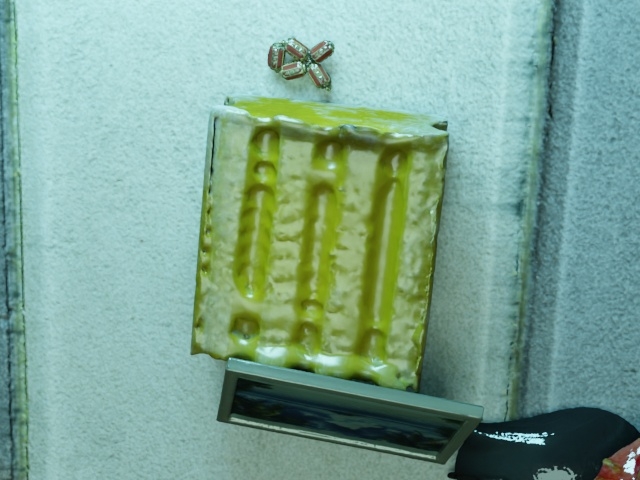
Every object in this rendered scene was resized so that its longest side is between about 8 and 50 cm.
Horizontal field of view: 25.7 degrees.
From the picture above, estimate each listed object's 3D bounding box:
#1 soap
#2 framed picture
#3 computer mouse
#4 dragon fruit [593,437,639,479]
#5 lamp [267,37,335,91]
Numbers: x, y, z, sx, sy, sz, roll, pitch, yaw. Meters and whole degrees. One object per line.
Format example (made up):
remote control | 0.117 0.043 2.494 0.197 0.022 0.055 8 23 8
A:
soap | 0.000 0.000 1.727 0.293 0.156 0.335 6 107 6
framed picture | 0.029 0.218 1.764 0.315 0.232 0.024 10 67 -2
computer mouse | 0.296 0.301 1.829 0.264 0.088 0.147 -10 103 10
dragon fruit | 0.529 0.341 1.761 0.317 0.152 0.205 35 96 -19
lamp | -0.025 -0.220 1.731 0.083 0.031 0.063 7 105 6
